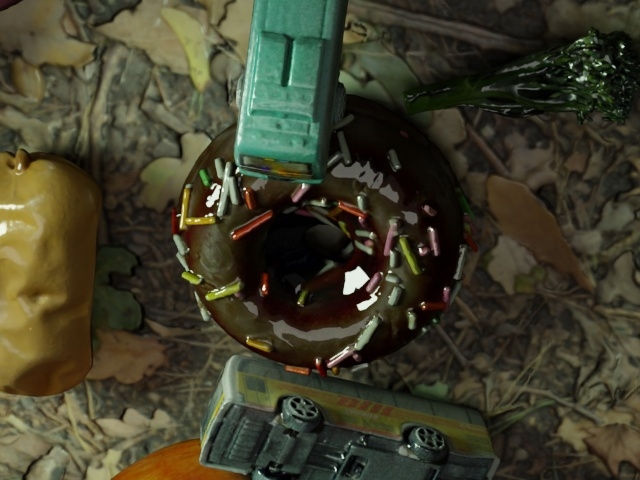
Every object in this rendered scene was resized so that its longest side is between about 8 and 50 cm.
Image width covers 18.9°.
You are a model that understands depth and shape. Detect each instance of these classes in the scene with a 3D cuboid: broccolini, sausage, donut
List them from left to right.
[{"bbox_3d":[-0.259,0.029,1.705,0.136,0.120,0.241,7,117,-9],"label":"sausage"},{"bbox_3d":[0.000,0.000,1.671,0.270,0.103,0.269,2,116,4],"label":"donut"},{"bbox_3d":[0.170,-0.139,1.614,0.202,0.068,0.091,2,146,16],"label":"broccolini"}]

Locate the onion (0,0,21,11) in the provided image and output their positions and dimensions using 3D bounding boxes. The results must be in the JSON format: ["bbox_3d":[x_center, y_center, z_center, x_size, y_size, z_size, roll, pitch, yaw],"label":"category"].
[{"bbox_3d":[-0.302,-0.344,1.429,0.358,0.345,0.358,1,84,-9],"label":"onion"}]

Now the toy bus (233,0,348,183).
[{"bbox_3d":[-0.018,-0.179,1.545,0.091,0.109,0.261,6,89,4],"label":"toy bus"}]

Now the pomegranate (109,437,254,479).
[{"bbox_3d":[-0.097,0.301,1.754,0.270,0.252,0.229,-29,115,5],"label":"pomegranate"}]

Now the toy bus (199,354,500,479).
[{"bbox_3d":[0.024,0.176,1.726,0.268,0.106,0.092,14,120,-17],"label":"toy bus"}]
